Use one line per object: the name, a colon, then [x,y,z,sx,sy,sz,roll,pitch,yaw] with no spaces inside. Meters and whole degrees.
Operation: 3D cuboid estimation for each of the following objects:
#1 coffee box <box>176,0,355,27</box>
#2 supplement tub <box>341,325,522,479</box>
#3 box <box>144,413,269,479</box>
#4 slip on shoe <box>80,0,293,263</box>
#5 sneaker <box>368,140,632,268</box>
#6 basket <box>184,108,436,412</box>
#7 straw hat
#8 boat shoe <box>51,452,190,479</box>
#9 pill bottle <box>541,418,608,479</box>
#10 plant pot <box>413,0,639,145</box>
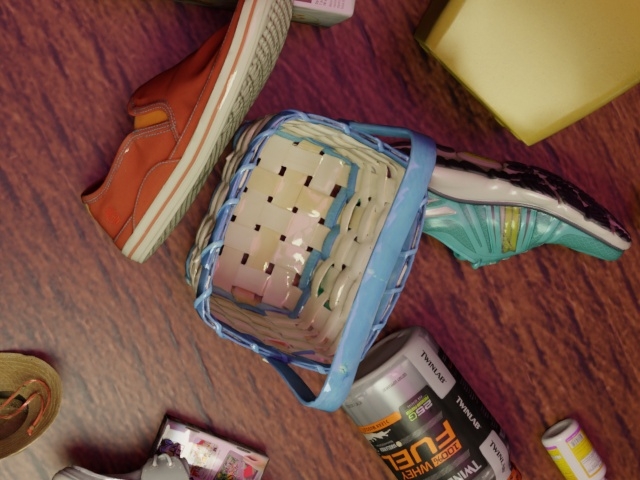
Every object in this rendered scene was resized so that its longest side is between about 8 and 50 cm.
coffee box: [-0.093,-0.276,1.498,0.246,0.141,0.098,9,91,-11]
supplement tub: [0.112,0.190,1.565,0.117,0.117,0.190,-39,98,-6]
box: [-0.143,0.291,1.567,0.114,0.036,0.207,23,89,-10]
slip on shoe: [-0.129,-0.121,1.458,0.101,0.123,0.331,36,123,1]
sneaker: [0.181,-0.024,1.592,0.275,0.107,0.110,14,110,-5]
basket: [0.000,0.000,1.439,0.201,0.289,0.255,21,95,-21]
straw hat: [-0.313,0.180,1.518,0.144,0.144,0.061,-23,138,-8]
boat shoe: [-0.147,0.248,1.513,0.227,0.079,0.081,22,80,-14]
pill bottle: [0.270,0.231,1.631,0.043,0.043,0.083,-34,98,-7]
plant pot: [0.210,-0.213,1.529,0.212,0.212,0.187,43,96,-9]
